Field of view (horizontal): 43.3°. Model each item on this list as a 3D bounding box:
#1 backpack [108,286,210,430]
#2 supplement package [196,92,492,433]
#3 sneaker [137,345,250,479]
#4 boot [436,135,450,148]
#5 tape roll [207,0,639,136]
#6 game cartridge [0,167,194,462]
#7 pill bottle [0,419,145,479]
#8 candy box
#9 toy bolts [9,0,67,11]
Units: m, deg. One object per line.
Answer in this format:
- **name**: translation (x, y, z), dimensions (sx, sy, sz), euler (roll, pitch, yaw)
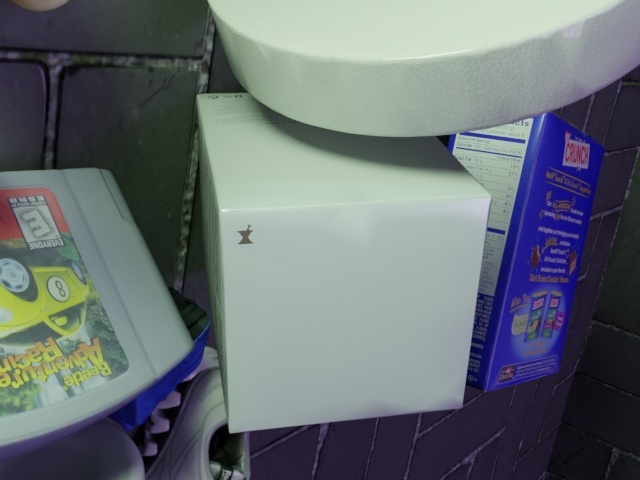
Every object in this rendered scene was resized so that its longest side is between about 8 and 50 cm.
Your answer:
- **backpack**: translation (-0.166, 0.102, 0.740), dimensions (0.120, 0.098, 0.101), euler (-48, 164, -44)
- **supplement package**: translation (0.000, 0.000, 0.710), dimensions (0.199, 0.262, 0.198), euler (-4, 118, -11)
- **sneaker**: translation (-0.145, 0.262, 0.840), dimensions (0.110, 0.118, 0.292), euler (14, 97, -60)
- **boot**: translation (0.102, -0.048, 0.997), dimensions (0.445, 0.146, 0.367), euler (48, 59, -58)
- **tape roll**: translation (0.099, -0.232, 0.665), dimensions (0.392, 0.392, 0.072), euler (-48, 142, -30)
- **game cartridge**: translation (-0.223, 0.048, 0.547), dimensions (0.294, 0.060, 0.196), euler (-12, 74, -54)
- **pill bottle**: translation (-0.229, 0.310, 0.699), dimensions (0.160, 0.160, 0.283), euler (-27, 129, -47)
- **candy box**: translation (0.237, 0.008, 1.001), dimensions (0.268, 0.122, 0.317), euler (7, 97, -57)
- **toy bolts**: translation (-0.210, -0.117, 0.457), dimensions (0.228, 0.218, 0.158), euler (-54, 145, 1)
